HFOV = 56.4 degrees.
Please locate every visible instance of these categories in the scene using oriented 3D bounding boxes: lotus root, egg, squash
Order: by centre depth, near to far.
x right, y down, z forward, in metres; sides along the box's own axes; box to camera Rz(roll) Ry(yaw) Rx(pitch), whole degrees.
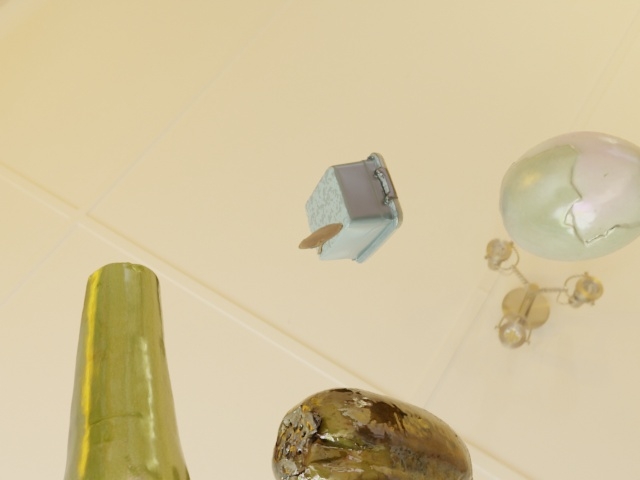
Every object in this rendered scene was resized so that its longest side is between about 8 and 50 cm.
[{"bbox_3d":[-0.136,0.121,0.419,0.083,0.083,0.250,-19,-138,-3],"label":"squash"},{"bbox_3d":[0.074,0.273,0.744,0.275,0.160,0.152,30,-124,-24],"label":"lotus root"},{"bbox_3d":[0.365,-0.062,0.828,0.217,0.183,0.183,-13,-135,51],"label":"egg"}]

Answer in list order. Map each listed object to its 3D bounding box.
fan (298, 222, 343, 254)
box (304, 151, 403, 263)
[{"bbox_3d":[0.000,0.000,0.980,0.085,0.005,0.133,-25,-163,8],"label":"fan"},{"bbox_3d":[0.064,-0.056,1.187,0.130,0.227,0.162,-7,-111,-24],"label":"box"}]
